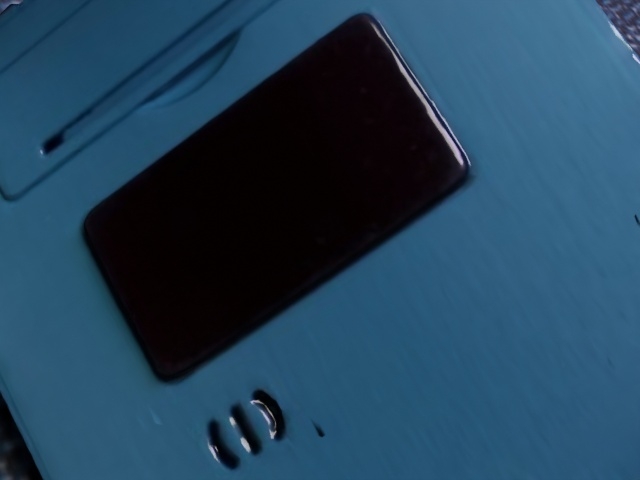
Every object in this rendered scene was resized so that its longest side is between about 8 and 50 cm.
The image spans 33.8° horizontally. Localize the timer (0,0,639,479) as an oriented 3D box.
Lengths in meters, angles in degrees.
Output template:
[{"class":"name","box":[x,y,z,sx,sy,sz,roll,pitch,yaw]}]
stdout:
[{"class":"timer","box":[0.000,0.000,0.359,0.250,0.232,0.091,60,14,19]}]
